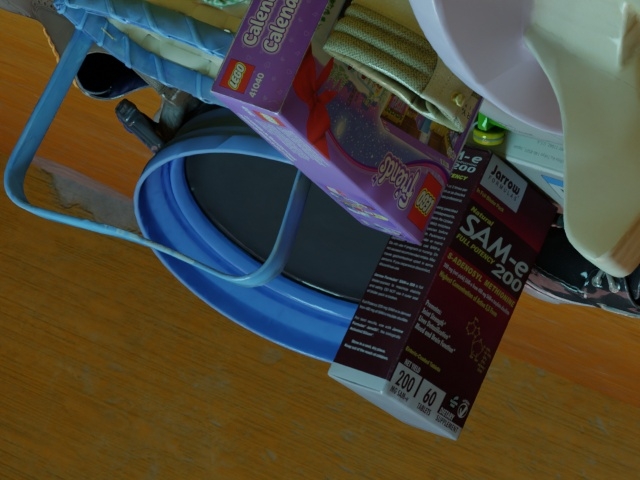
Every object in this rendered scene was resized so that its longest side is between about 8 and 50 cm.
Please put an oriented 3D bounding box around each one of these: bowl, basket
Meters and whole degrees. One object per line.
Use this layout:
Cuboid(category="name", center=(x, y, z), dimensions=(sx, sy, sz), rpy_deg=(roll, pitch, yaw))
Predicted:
Cuboid(category="bowl", center=(0.000, 0.000, 1.966), dimensions=(0.391, 0.077, 0.391), rpy_deg=(18, 151, 10))
Cuboid(category="basket", center=(-0.096, -0.128, 1.467), dimensions=(0.255, 0.289, 0.201), rpy_deg=(17, 176, 26))

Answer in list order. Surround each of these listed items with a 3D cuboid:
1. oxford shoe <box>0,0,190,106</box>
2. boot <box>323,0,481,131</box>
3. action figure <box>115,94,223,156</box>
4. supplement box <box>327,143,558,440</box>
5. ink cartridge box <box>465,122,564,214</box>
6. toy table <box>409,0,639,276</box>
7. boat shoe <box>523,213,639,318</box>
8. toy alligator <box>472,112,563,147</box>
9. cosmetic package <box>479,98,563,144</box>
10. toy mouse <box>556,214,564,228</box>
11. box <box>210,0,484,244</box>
Cuboid(category="oxford shoe", center=(-0.241, -0.220, 1.897), dimensions=(0.363, 0.133, 0.130), rpy_deg=(17, 171, 44))
Cuboid(category="boot", center=(0.126, -0.137, 1.176), dimensions=(0.213, 0.165, 0.077), rpy_deg=(26, 174, 2))
Cuboid(category="action figure", center=(-0.048, -0.094, 2.126), dimensions=(0.330, 0.178, 0.341), rpy_deg=(27, 171, 35))
Cuboid(category="supplement box", center=(0.114, 0.045, 1.729), dimensions=(0.073, 0.239, 0.130), rpy_deg=(15, 166, 43))
Cuboid(category="ink cartridge box", center=(0.213, -0.065, 1.826), dimensions=(0.296, 0.066, 0.261), rpy_deg=(20, 170, 32))
Cuboid(category="toy table", center=(0.176, -0.120, 0.983), dimensions=(0.274, 0.252, 0.161), rpy_deg=(16, -163, -45))
Cuboid(category="boat shoe", center=(0.324, 0.034, 2.015), dimensions=(0.301, 0.108, 0.102), rpy_deg=(21, 173, 4))
Cuboid(category="toy alligator", center=(0.162, -0.117, 1.689), dimensions=(0.189, 0.056, 0.051), rpy_deg=(19, -147, 28))
Cuboid(category="cosmetic package", center=(0.185, -0.114, 1.490), dimensions=(0.099, 0.060, 0.239), rpy_deg=(30, 177, -23))
Cuboid(category="toy mouse", center=(0.299, -0.018, 1.917), dimensions=(0.161, 0.031, 0.143), rpy_deg=(11, -170, -4))
Cuboid(category="box", center=(0.042, -0.135, 1.334), dimensions=(0.057, 0.201, 0.293), rpy_deg=(20, 171, 26))
